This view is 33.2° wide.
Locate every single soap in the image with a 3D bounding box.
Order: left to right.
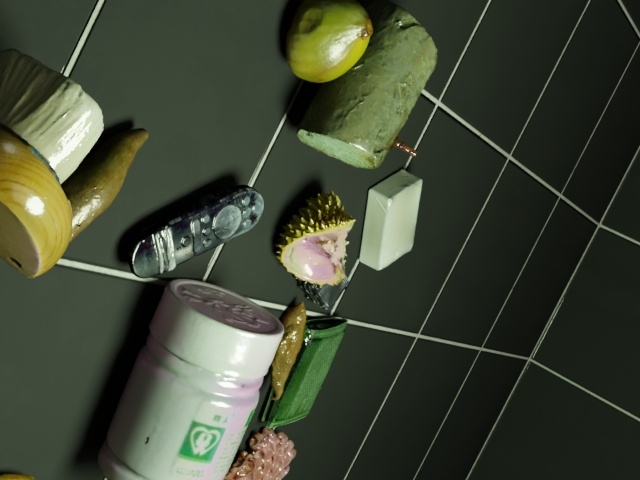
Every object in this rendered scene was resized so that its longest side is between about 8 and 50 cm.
[{"bbox_3d":[0.145,-0.041,2.208,0.121,0.064,0.183,-32,140,-42],"label":"soap"}]

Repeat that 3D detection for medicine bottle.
[{"bbox_3d":[-0.210,0.249,1.734,0.212,0.212,0.325,5,110,-60],"label":"medicine bottle"}]

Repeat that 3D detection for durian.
[{"bbox_3d":[-0.001,0.000,1.938,0.165,0.132,0.182,-50,163,2],"label":"durian"}]

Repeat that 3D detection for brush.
[{"bbox_3d":[-0.346,-0.079,1.271,0.166,0.174,0.267,-57,159,-27],"label":"brush"}]

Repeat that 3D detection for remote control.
[{"bbox_3d":[-0.203,-0.019,1.672,0.266,0.066,0.090,-28,124,-40],"label":"remote control"}]

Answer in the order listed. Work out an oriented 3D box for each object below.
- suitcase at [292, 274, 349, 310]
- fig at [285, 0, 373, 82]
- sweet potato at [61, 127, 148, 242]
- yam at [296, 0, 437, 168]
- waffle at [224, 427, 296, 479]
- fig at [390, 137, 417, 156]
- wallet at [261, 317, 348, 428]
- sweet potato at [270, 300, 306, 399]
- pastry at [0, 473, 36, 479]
[{"bbox_3d":[0.004,0.077,2.091,0.086,0.059,0.126,-53,153,-13],"label":"suitcase"},{"bbox_3d":[0.009,-0.319,1.684,0.136,0.121,0.153,-44,171,-38],"label":"fig"},{"bbox_3d":[-0.311,-0.072,1.423,0.244,0.077,0.077,-53,151,-21],"label":"sweet potato"},{"bbox_3d":[0.083,-0.250,1.789,0.268,0.161,0.161,-61,153,-16],"label":"yam"},{"bbox_3d":[-0.138,0.503,2.242,0.234,0.055,0.221,-56,151,-8],"label":"waffle"},{"bbox_3d":[0.085,-0.189,1.916,0.128,0.150,0.128,-23,169,-5],"label":"fig"},{"bbox_3d":[-0.033,0.269,2.207,0.160,0.055,0.236,-1,119,-55],"label":"wallet"},{"bbox_3d":[-0.069,0.213,2.085,0.068,0.060,0.206,-23,127,-68],"label":"sweet potato"},{"bbox_3d":[-0.482,0.462,1.584,0.235,0.132,0.240,-52,145,1],"label":"pastry"}]
